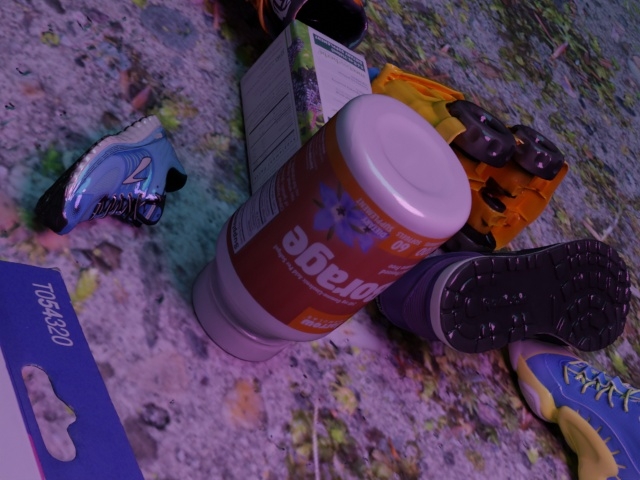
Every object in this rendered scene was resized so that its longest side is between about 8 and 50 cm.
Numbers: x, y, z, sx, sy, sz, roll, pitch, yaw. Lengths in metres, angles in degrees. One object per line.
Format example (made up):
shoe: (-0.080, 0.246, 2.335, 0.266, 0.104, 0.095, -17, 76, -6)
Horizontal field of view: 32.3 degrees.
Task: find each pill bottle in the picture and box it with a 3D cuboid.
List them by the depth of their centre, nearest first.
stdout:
pill bottle: (0.000, 0.000, 0.829, 0.121, 0.216, 0.121, 28, 39, -26)

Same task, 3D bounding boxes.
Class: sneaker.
sneaker: (-0.149, -0.041, 0.842, 0.073, 0.063, 0.162, 50, 34, -4)
sneaker: (0.176, 0.044, 1.049, 0.283, 0.124, 0.107, 4, 93, -39)
sneaker: (0.283, 0.159, 1.068, 0.091, 0.126, 0.240, -6, 62, -51)
sneaker: (-0.070, -0.285, 1.084, 0.321, 0.125, 0.180, 20, 29, -35)

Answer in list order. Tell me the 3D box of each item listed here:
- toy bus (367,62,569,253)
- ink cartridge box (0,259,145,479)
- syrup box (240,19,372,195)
toy bus: (0.115, -0.097, 1.140, 0.220, 0.149, 0.211, 9, 35, -46)
ink cartridge box: (-0.234, 0.044, 0.518, 0.330, 0.071, 0.324, 11, 24, -33)
syrup box: (-0.004, -0.079, 1.010, 0.093, 0.096, 0.237, 23, 41, -33)
